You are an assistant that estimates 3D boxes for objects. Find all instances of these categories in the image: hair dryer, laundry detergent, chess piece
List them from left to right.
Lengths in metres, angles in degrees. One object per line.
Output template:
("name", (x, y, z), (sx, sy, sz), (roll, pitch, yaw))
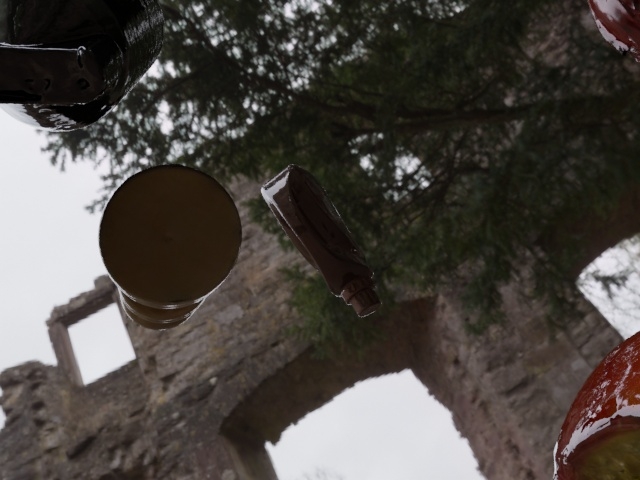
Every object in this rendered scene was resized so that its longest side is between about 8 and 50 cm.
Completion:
("hair dryer", (-0.167, -0.232, 0.492), (0.116, 0.244, 0.302), (11, -68, -10))
("chess piece", (-0.165, 0.034, 0.742), (0.117, 0.117, 0.397), (-18, -7, -17))
("laundry detergent", (0.000, 0.000, 1.026), (0.076, 0.237, 0.171), (-35, -23, 12))

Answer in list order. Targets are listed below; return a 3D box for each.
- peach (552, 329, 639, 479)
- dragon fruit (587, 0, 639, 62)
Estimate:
("peach", (0.445, 0.209, 0.659), (0.310, 0.335, 0.406), (-29, -3, -42))
("dragon fruit", (0.431, -0.327, 0.756), (0.296, 0.301, 0.295), (12, -23, 5))
